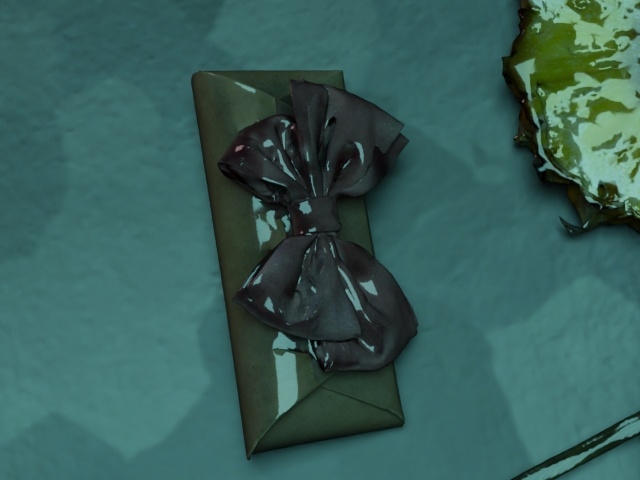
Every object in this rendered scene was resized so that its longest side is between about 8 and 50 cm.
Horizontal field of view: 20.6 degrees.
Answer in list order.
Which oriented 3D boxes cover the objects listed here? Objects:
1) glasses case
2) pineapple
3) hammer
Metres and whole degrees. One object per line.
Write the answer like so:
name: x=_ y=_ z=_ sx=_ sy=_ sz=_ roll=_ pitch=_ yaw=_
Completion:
glasses case: x=0.000 y=0.000 z=0.843 sx=0.102 sy=0.070 sz=0.194 roll=-8 pitch=75 yaw=-2
pineapple: x=0.190 y=-0.085 z=0.876 sx=0.221 sy=0.047 sz=0.221 roll=-1 pitch=78 yaw=5
hammer: x=0.121 y=0.100 z=0.838 sx=0.292 sy=0.029 sz=0.058 roll=-27 pitch=74 yaw=-4
